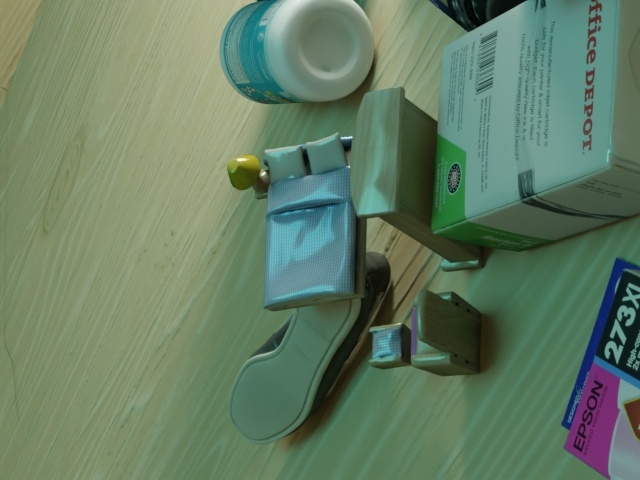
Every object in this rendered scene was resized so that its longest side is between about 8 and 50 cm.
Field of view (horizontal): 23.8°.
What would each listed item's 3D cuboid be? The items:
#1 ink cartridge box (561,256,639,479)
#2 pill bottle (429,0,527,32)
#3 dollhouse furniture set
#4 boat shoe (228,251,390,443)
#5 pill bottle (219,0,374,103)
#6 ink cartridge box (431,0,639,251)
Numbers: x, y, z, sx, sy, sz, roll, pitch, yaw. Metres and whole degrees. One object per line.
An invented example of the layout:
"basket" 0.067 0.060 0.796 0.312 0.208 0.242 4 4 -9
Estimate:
"ink cartridge box" 0.306 0.136 1.276 0.371 0.069 0.175 33 108 65
"pill bottle" 0.179 -0.291 1.655 0.122 0.123 0.219 -67 27 18
"dollhouse furniture set" 0.000 0.000 1.656 0.303 0.198 0.286 -9 68 32
"boat shoe" -0.008 0.138 1.889 0.112 0.095 0.335 47 133 17
"pill bottle" -0.045 -0.258 2.060 0.264 0.146 0.146 9 86 64
"ink cartridge box" 0.237 -0.122 1.459 0.289 0.122 0.211 -21 60 59
